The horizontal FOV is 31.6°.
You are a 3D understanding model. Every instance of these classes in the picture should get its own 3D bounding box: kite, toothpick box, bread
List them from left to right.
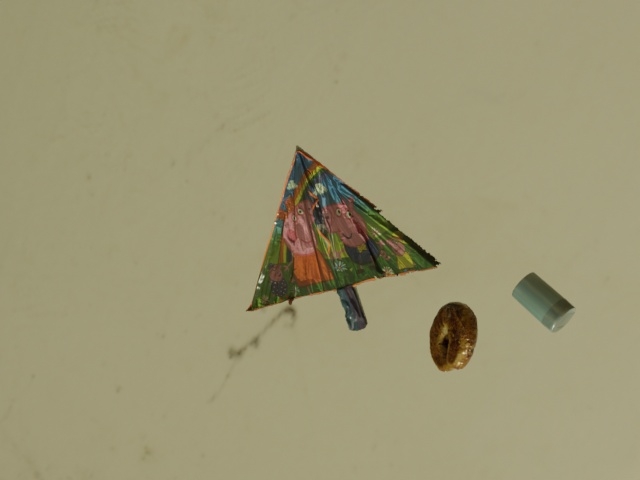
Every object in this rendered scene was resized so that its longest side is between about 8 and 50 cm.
[{"bbox_3d":[0.000,0.000,1.351,0.016,0.321,0.234,-22,-85,-47],"label":"kite"},{"bbox_3d":[0.335,0.241,2.835,0.064,0.193,0.193,11,-152,-23],"label":"bread"},{"bbox_3d":[0.333,0.092,1.687,0.083,0.052,0.052,45,-152,25],"label":"toothpick box"}]
